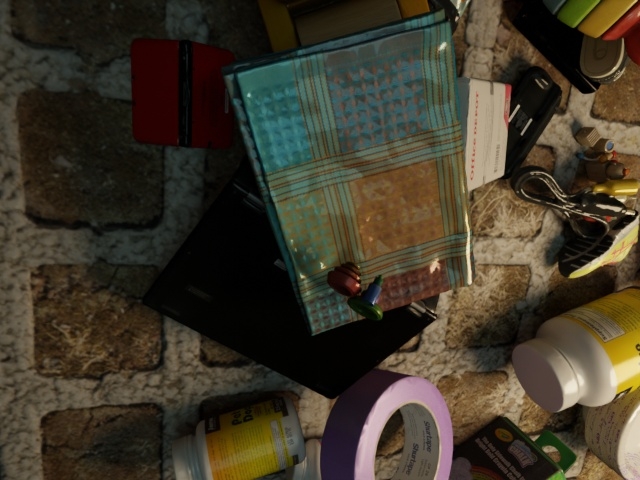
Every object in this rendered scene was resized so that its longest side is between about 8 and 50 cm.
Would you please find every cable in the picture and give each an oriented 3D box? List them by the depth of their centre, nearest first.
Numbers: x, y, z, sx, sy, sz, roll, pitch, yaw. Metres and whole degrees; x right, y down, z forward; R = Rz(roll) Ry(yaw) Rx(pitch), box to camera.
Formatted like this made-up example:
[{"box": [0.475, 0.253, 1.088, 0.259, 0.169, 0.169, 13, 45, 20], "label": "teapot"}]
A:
[{"box": [0.492, -0.081, 0.840, 0.287, 0.072, 0.140, 11, 136, -6], "label": "cable"}]

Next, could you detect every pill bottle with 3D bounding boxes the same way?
[{"box": [-0.141, 0.359, 0.742, 0.214, 0.117, 0.117, -12, 108, -14], "label": "pill bottle"}, {"box": [0.016, 0.434, 0.827, 0.160, 0.087, 0.087, 9, 102, -19], "label": "pill bottle"}, {"box": [0.592, 0.230, 0.895, 0.333, 0.188, 0.188, -18, 109, -11], "label": "pill bottle"}]

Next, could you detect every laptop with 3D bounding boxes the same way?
[{"box": [0.000, 0.000, 0.714, 0.381, 0.236, 0.408, 34, 116, -20], "label": "laptop"}]

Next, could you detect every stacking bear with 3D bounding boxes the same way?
[{"box": [0.439, -0.370, 0.621, 0.289, 0.164, 0.175, 44, 102, 6], "label": "stacking bear"}]

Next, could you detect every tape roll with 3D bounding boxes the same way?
[{"box": [0.130, 0.386, 0.783, 0.274, 0.090, 0.275, 4, 83, -39], "label": "tape roll"}]

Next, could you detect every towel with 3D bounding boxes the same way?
[{"box": [0.062, -0.067, 0.544, 0.271, 0.040, 0.371, -17, 112, -4], "label": "towel"}]

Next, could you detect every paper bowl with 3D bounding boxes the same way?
[{"box": [0.761, 0.418, 1.020, 0.284, 0.148, 0.285, -4, 106, -15], "label": "paper bowl"}]

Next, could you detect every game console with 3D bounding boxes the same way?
[{"box": [-0.200, -0.212, 0.626, 0.124, 0.085, 0.144, -11, 111, -47], "label": "game console"}, {"box": [0.400, -0.291, 0.776, 0.213, 0.044, 0.361, 31, 93, -20], "label": "game console"}]

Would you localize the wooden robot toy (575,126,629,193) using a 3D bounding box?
[{"box": [0.583, -0.153, 0.848, 0.076, 0.079, 0.173, -34, 112, -6], "label": "wooden robot toy"}]

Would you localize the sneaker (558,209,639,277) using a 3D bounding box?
[{"box": [0.603, 0.025, 0.903, 0.208, 0.081, 0.094, -35, 117, -5], "label": "sneaker"}]

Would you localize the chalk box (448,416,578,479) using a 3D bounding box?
[{"box": [0.425, 0.540, 0.932, 0.288, 0.180, 0.179, -30, 111, -6], "label": "chalk box"}]

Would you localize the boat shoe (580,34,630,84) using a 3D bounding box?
[{"box": [0.510, -0.391, 0.725, 0.079, 0.084, 0.233, 3, 101, -36], "label": "boat shoe"}]

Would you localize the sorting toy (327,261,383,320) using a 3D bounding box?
[{"box": [0.055, 0.062, 0.553, 0.102, 0.061, 0.042, 46, 63, -31], "label": "sorting toy"}]

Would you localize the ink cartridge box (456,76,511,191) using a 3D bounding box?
[{"box": [0.224, -0.167, 0.671, 0.217, 0.092, 0.159, -22, 115, -52], "label": "ink cartridge box"}]

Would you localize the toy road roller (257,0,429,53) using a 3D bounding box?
[{"box": [0.007, -0.348, 0.492, 0.202, 0.240, 0.330, -16, 100, 7], "label": "toy road roller"}]

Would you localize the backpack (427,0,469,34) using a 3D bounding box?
[{"box": [0.190, -0.414, 0.638, 0.151, 0.115, 0.182, 31, 91, -19], "label": "backpack"}]
